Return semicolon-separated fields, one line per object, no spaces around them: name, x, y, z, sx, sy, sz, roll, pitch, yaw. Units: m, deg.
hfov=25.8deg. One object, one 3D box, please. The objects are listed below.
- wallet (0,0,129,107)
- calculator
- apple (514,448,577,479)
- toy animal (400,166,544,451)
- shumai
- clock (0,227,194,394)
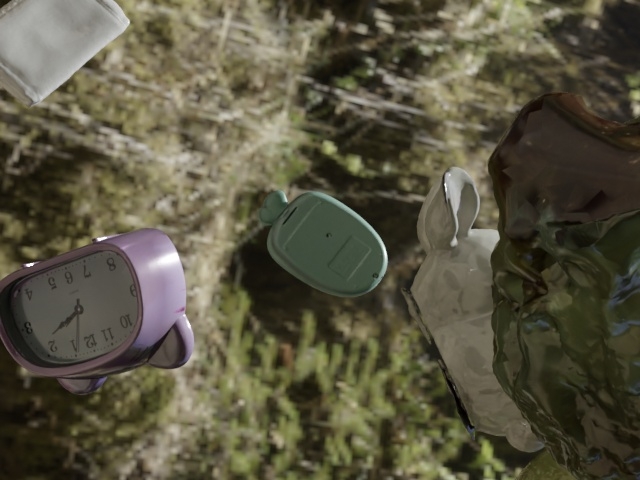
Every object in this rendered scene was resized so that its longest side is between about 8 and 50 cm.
wallet;-0.329;-0.247;1.678;0.183;0.124;0.032;-48;172;-30
calculator;0.000;0.000;1.474;0.095;0.153;0.021;-52;170;-17
apple;0.289;0.243;1.422;0.193;0.265;0.120;-117;-173;-63
toy animal;0.185;0.079;1.603;0.208;0.154;0.325;103;-37;-89
shumai;0.168;0.041;0.884;0.222;0.204;0.271;20;-70;41
clock;-0.170;0.058;1.038;0.153;0.050;0.110;-18;-90;30
